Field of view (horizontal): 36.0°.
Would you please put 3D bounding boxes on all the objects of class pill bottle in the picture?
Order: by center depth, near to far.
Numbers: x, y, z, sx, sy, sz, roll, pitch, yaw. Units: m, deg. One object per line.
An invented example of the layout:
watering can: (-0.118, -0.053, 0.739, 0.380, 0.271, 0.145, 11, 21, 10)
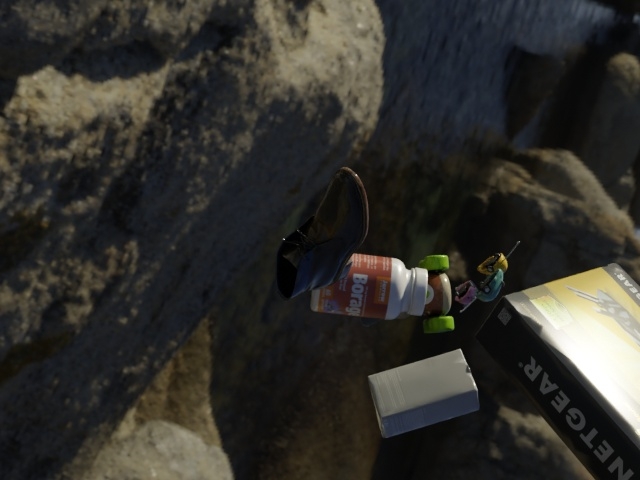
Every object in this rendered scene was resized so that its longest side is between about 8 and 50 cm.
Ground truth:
pill bottle: (0.093, 0.088, 1.896, 0.121, 0.216, 0.121, 6, 90, -90)

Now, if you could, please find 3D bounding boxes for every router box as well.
router box: (0.375, 0.178, 1.196, 0.242, 0.309, 0.081, -12, 142, -40)

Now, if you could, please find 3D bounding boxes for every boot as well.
boot: (0.000, 0.000, 1.386, 0.106, 0.082, 0.219, -29, 146, -34)

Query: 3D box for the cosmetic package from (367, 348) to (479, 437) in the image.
cosmetic package: (0.241, 0.357, 2.303, 0.107, 0.237, 0.127, 79, -3, -49)

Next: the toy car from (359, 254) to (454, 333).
toy car: (0.172, 0.118, 2.048, 0.149, 0.188, 0.155, 108, -22, -82)

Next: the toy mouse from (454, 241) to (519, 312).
toy mouse: (0.281, 0.086, 1.725, 0.161, 0.031, 0.143, -34, -163, 48)
